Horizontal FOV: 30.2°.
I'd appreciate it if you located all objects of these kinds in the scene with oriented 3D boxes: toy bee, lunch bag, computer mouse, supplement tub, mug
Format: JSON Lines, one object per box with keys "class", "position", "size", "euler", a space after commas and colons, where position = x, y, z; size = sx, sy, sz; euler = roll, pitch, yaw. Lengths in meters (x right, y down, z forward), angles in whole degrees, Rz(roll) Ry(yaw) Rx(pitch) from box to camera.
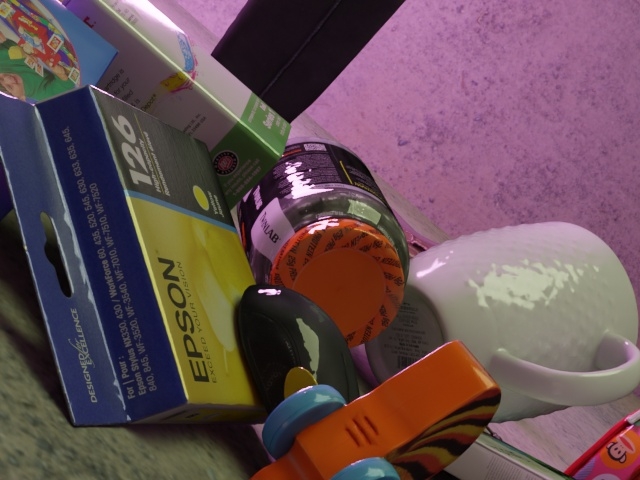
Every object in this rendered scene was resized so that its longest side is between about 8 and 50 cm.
{"class": "toy bee", "position": [-0.006, 0.187, 0.918], "size": [0.162, 0.298, 0.195], "euler": [91, -10, -50]}
{"class": "lunch bag", "position": [0.526, 0.383, 1.840], "size": [0.293, 0.258, 0.120], "euler": [34, 14, -40]}
{"class": "computer mouse", "position": [0.007, 0.156, 1.100], "size": [0.188, 0.072, 0.272], "euler": [9, 58, -66]}
{"class": "supplement tub", "position": [0.000, 0.000, 1.573], "size": [0.207, 0.207, 0.338], "euler": [39, 11, -19]}
{"class": "mug", "position": [0.266, 0.135, 1.632], "size": [0.328, 0.276, 0.374], "euler": [-6, 20, -39]}

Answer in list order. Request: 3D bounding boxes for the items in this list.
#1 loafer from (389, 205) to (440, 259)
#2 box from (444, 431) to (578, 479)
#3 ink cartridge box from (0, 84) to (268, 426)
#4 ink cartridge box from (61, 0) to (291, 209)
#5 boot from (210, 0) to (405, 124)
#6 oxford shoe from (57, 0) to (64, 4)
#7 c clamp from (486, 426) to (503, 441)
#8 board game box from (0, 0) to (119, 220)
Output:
{"class": "loafer", "position": [0.149, 0.051, 2.212], "size": [0.366, 0.133, 0.130], "euler": [37, 30, 28]}
{"class": "box", "position": [0.288, 0.319, 1.493], "size": [0.322, 0.058, 0.232], "euler": [26, 0, 34]}
{"class": "ink cartridge box", "position": [-0.150, 0.017, 1.068], "size": [0.307, 0.072, 0.303], "euler": [24, 45, -68]}
{"class": "ink cartridge box", "position": [-0.204, -0.133, 1.322], "size": [0.278, 0.201, 0.117], "euler": [41, 22, -13]}
{"class": "boot", "position": [-0.117, -0.345, 1.845], "size": [0.367, 0.445, 0.146], "euler": [37, 12, -30]}
{"class": "oxford shoe", "position": [-0.323, -0.283, 1.469], "size": [0.348, 0.130, 0.123], "euler": [30, -10, 27]}
{"class": "c clamp", "position": [0.293, 0.343, 1.811], "size": [0.137, 0.022, 0.160], "euler": [44, 8, -20]}
{"class": "board game box", "position": [-0.378, -0.204, 1.082], "size": [0.347, 0.078, 0.233], "euler": [40, 38, -18]}
